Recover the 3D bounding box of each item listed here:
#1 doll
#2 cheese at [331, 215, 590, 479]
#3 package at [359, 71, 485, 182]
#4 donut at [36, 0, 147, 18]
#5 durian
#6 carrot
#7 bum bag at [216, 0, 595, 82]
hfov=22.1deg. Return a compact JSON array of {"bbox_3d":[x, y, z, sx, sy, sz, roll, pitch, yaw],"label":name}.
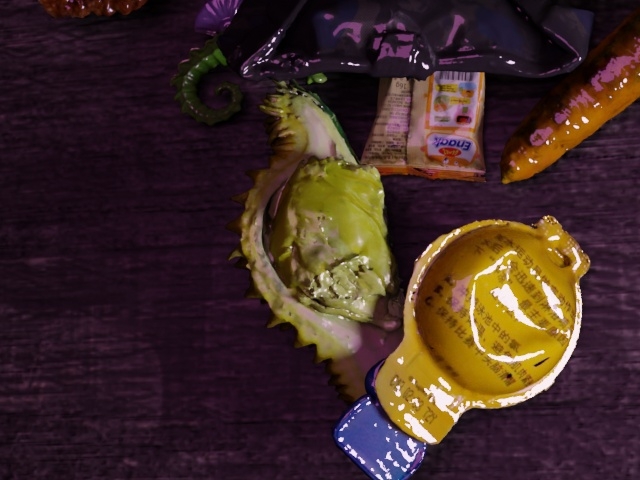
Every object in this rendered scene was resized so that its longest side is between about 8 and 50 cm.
[{"bbox_3d":[-0.048,-0.172,1.415,0.190,0.050,0.115,-30,80,11],"label":"doll"},{"bbox_3d":[0.111,0.084,1.286,0.250,0.064,0.156,-45,104,-9],"label":"cheese"},{"bbox_3d":[0.090,-0.110,1.374,0.108,0.031,0.120,4,82,15],"label":"package"},{"bbox_3d":[-0.185,-0.305,1.447,0.126,0.144,0.186,7,50,10],"label":"donut"},{"bbox_3d":[-0.001,0.001,1.329,0.132,0.106,0.375,-18,82,17],"label":"durian"},{"bbox_3d":[0.259,-0.158,1.322,0.314,0.066,0.066,-42,72,4],"label":"carrot"},{"bbox_3d":[0.070,-0.179,1.335,0.310,0.074,0.137,-1,48,-5],"label":"bum bag"}]
